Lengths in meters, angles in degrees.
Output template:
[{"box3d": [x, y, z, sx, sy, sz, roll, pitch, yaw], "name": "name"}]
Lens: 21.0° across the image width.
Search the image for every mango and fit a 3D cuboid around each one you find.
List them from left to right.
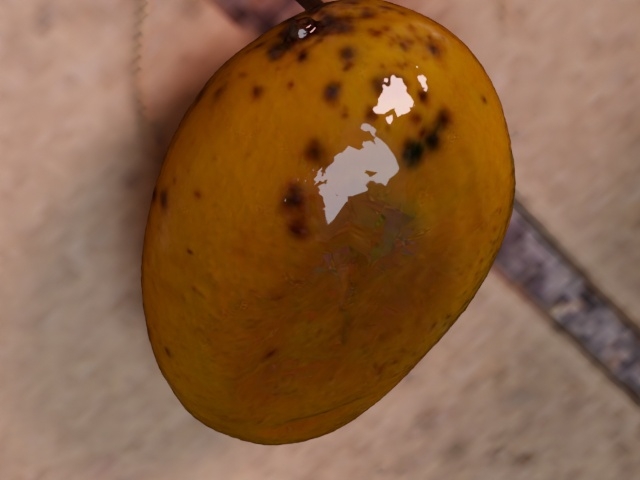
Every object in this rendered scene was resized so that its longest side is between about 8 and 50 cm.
[{"box3d": [0.000, 0.000, 0.376, 0.079, 0.057, 0.114, -3, 132, -24], "name": "mango"}]
